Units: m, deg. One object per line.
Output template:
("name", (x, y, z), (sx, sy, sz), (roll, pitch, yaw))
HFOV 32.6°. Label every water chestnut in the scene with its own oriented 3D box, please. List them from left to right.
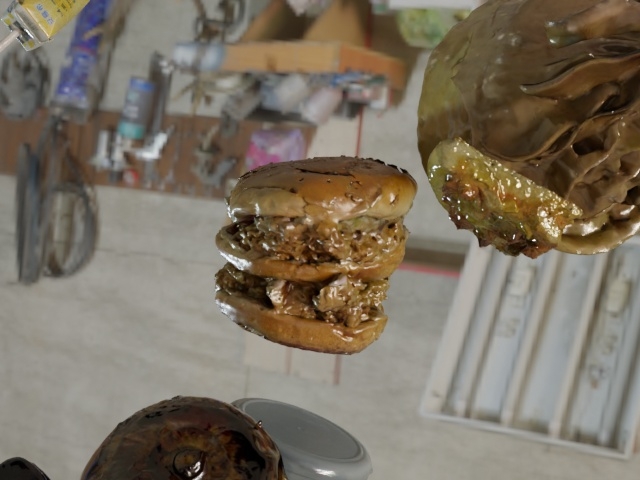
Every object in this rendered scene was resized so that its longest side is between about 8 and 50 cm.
("water chestnut", (-0.180, 0.358, 1.415), (0.300, 0.299, 0.300), (6, -177, 0))

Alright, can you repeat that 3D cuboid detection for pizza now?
("pizza", (0.153, -0.027, 0.941), (0.134, 0.046, 0.175), (16, 164, 43))

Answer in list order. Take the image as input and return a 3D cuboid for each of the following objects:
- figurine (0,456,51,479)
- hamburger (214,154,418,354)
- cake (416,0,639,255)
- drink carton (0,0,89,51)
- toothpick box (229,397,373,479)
("figurine", (-0.251, 0.343, 1.087), (0.204, 0.185, 0.332), (41, 161, 10))
("hamburger", (-0.005, 0.007, 1.299), (0.261, 0.211, 0.245), (-8, -162, -42))
("cake", (0.316, -0.140, 1.235), (0.333, 0.332, 0.321), (5, -179, -28))
("drink carton", (-0.439, -0.354, 1.710), (0.075, 0.084, 0.200), (-15, -148, 37))
("toothpick box", (-0.090, 0.442, 1.626), (0.263, 0.354, 0.263), (21, -171, -3))
